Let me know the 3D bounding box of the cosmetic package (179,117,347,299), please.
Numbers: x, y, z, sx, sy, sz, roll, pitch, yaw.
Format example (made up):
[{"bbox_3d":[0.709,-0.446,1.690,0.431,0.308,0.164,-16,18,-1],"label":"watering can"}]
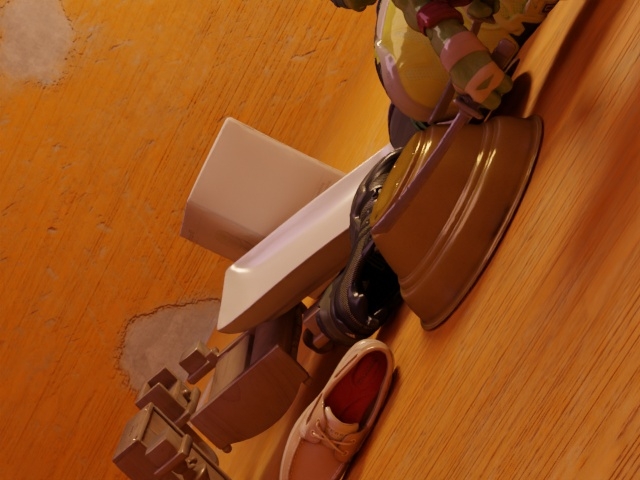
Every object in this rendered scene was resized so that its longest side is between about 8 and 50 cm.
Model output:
[{"bbox_3d":[-0.065,-0.038,1.961,0.138,0.224,0.224,-64,2,-14],"label":"cosmetic package"}]

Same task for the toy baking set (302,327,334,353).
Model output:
[{"bbox_3d":[0.035,0.051,1.732,0.197,0.030,0.256,-63,6,1],"label":"toy baking set"}]

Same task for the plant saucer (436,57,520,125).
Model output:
[{"bbox_3d":[0.139,-0.118,1.415,0.168,0.029,0.168,-54,-5,-8],"label":"plant saucer"}]

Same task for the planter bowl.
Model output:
[{"bbox_3d":[0.104,-0.036,1.271,0.217,0.090,0.217,-62,6,12],"label":"planter bowl"}]

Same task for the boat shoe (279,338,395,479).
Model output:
[{"bbox_3d":[0.014,0.164,1.289,0.170,0.063,0.059,-63,0,-7],"label":"boat shoe"}]

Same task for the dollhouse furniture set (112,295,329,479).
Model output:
[{"bbox_3d":[-0.059,0.190,1.735,0.355,0.174,0.303,-40,13,14],"label":"dollhouse furniture set"}]

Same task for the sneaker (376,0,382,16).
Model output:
[{"bbox_3d":[0.171,-0.287,1.529,0.232,0.081,0.090,-25,6,15],"label":"sneaker"}]

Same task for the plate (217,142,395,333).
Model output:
[{"bbox_3d":[0.000,0.000,1.691,0.278,0.045,0.277,-38,11,7],"label":"plate"}]

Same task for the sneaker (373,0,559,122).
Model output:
[{"bbox_3d":[0.179,-0.277,1.276,0.385,0.145,0.147,-56,7,-7],"label":"sneaker"}]

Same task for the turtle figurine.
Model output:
[{"bbox_3d":[0.151,-0.174,1.114,0.266,0.275,0.198,-14,1,24],"label":"turtle figurine"}]

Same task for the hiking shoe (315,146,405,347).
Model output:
[{"bbox_3d":[0.077,0.002,1.461,0.114,0.086,0.227,-21,46,60],"label":"hiking shoe"}]

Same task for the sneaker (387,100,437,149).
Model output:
[{"bbox_3d":[0.132,-0.151,1.577,0.224,0.083,0.098,-55,15,46],"label":"sneaker"}]
